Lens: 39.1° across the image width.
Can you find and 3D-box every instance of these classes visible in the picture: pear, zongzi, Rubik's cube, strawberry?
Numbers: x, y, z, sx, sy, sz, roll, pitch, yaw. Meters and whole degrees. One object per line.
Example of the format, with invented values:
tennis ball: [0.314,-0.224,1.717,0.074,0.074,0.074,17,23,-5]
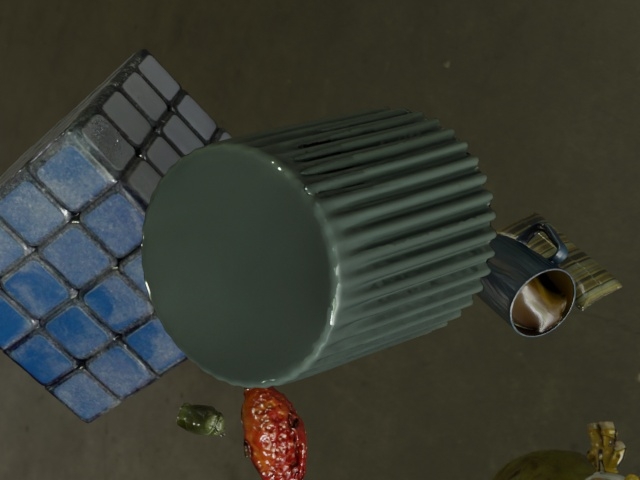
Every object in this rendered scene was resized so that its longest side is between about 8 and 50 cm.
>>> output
pear: [0.415,0.491,1.570,0.269,0.321,0.269,-6,71,19]
zongzi: [-0.195,0.369,1.790,0.154,0.130,0.062,-1,63,46]
Rubik's cube: [-0.292,-0.012,1.302,0.344,0.337,0.343,-34,20,23]
strawberry: [-0.054,0.274,1.241,0.082,0.188,0.121,-14,38,7]

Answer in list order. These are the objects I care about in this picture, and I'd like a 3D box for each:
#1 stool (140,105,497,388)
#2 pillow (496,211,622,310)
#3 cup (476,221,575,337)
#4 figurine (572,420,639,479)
stool: [0.000,0.000,1.013,0.297,0.330,0.297,6,102,33]
pillow: [0.397,0.028,1.506,0.203,0.113,0.038,45,141,30]
cup: [0.315,0.056,1.383,0.150,0.113,0.138,-32,34,-8]
figurine: [0.394,0.327,1.251,0.101,0.068,0.143,-49,45,33]
